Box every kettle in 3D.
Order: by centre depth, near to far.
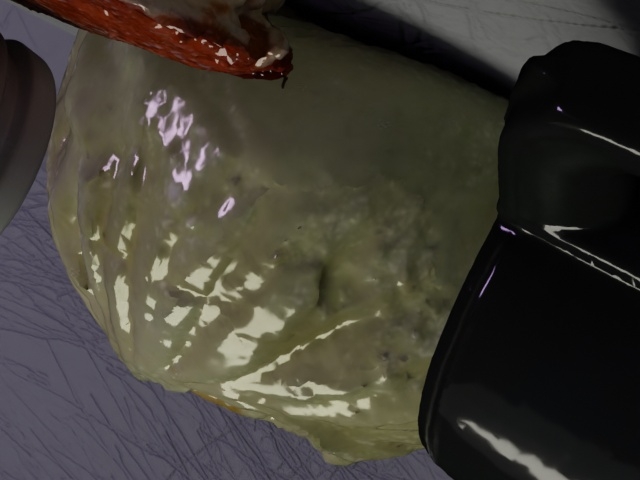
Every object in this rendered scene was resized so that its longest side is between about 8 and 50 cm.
[{"bbox_3d":[0.194,0.081,0.641,0.308,0.203,0.262,30,-170,21],"label":"kettle"}]

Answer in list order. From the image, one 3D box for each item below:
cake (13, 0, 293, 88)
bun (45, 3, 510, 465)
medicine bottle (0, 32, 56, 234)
[{"bbox_3d":[-0.061,-0.109,0.650,0.117,0.086,0.220,28,178,-14],"label":"cake"},{"bbox_3d":[0.000,0.000,1.051,0.349,0.227,0.352,24,-178,-16],"label":"bun"},{"bbox_3d":[-0.203,-0.070,0.627,0.215,0.135,0.135,28,178,-33],"label":"medicine bottle"}]
